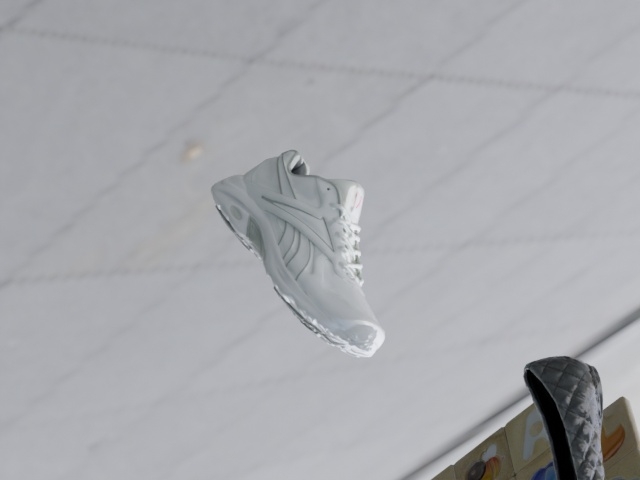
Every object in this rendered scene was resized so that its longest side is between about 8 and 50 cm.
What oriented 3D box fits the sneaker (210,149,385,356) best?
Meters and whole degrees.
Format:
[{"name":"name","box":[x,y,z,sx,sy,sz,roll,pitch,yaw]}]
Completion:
[{"name":"sneaker","box":[0.000,0.000,1.733,0.115,0.232,0.090,-38,148,0]}]

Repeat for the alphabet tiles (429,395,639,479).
[{"name":"alphabet tiles","box":[0.145,0.275,1.489,0.011,0.342,0.285,34,118,-29]}]

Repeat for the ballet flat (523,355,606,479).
[{"name":"ballet flat","box":[0.157,0.158,1.266,0.049,0.173,0.057,1,159,-14]}]
